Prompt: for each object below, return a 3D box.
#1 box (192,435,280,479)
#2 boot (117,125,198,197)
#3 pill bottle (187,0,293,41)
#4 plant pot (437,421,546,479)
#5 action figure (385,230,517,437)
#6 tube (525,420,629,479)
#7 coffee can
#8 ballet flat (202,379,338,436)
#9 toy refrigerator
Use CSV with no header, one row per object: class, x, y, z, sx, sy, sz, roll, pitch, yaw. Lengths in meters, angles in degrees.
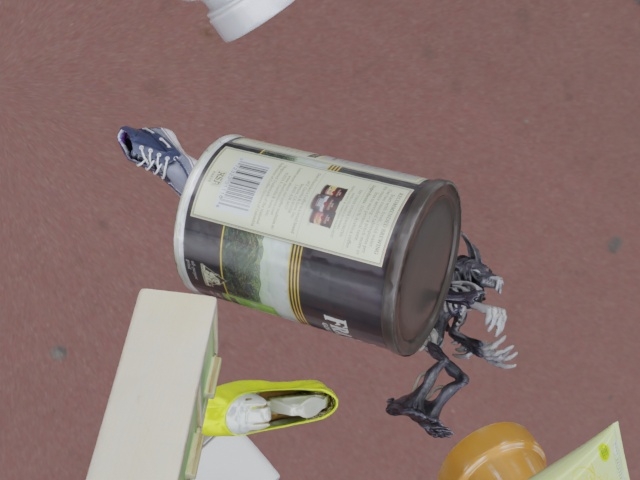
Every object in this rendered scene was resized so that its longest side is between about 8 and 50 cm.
box,-0.200,0.374,1.824,0.121,0.311,0.148,-41,107,-13
boot,-0.253,-0.119,1.607,0.086,0.190,0.069,2,120,-36
pill bottle,-0.162,-0.432,1.358,0.176,0.176,0.318,-37,108,-10
plant pot,0.344,0.466,1.843,0.205,0.188,0.205,-13,125,-19
action figure,0.190,0.122,1.354,0.164,0.141,0.275,46,61,-54
tube,0.324,0.321,1.343,0.240,0.062,0.070,-17,139,-34
coffee can,0.000,0.000,1.182,0.276,0.201,0.201,15,94,23
ballet flat,-0.074,0.238,1.458,0.231,0.077,0.077,-2,97,-34
toy refrigerator,-0.164,0.187,1.039,0.094,0.269,0.102,6,137,1
